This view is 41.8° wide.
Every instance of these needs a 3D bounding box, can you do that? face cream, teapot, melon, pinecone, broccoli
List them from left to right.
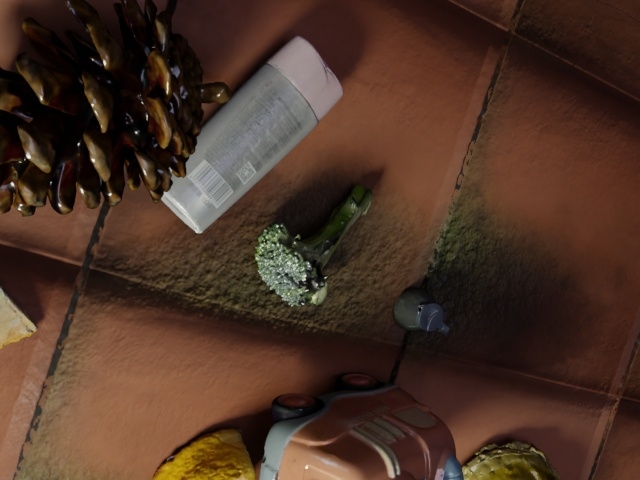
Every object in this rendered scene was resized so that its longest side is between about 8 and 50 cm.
[{"bbox_3d":[-0.426,0.120,0.955,0.182,0.054,0.098,-36,130,-17],"label":"melon"},{"bbox_3d":[-0.252,-0.141,0.888,0.309,0.244,0.244,-18,109,-12],"label":"pinecone"},{"bbox_3d":[-0.088,-0.132,1.058,0.269,0.073,0.107,-47,122,-12],"label":"face cream"},{"bbox_3d":[0.000,-0.001,1.130,0.122,0.118,0.204,45,59,2],"label":"broccoli"},{"bbox_3d":[0.156,0.113,1.249,0.088,0.057,0.066,41,81,-28],"label":"teapot"}]

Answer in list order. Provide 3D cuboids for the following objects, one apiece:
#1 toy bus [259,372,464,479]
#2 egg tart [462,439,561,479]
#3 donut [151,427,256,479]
[{"bbox_3d":[0.063,0.307,1.126,0.288,0.232,0.194,-6,101,-46],"label":"toy bus"},{"bbox_3d":[0.304,0.471,1.384,0.279,0.095,0.279,-6,104,-25],"label":"egg tart"},{"bbox_3d":[-0.168,0.395,1.121,0.152,0.101,0.259,-4,106,-22],"label":"donut"}]
